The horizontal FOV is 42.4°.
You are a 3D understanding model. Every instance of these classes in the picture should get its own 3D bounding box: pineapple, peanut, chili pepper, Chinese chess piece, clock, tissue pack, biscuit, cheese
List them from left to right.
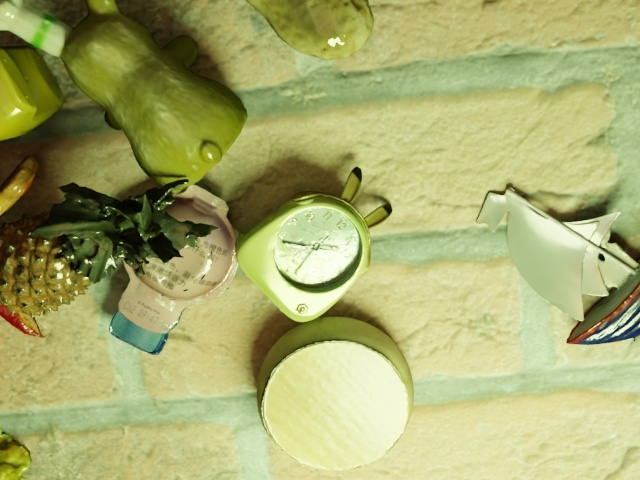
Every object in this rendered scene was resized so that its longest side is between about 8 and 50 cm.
[{"bbox_3d":[-0.505,-0.023,1.227,0.250,0.165,0.036,-45,110,6],"label":"biscuit"},{"bbox_3d":[-0.539,0.062,1.315,0.268,0.059,0.050,49,141,-13],"label":"chili pepper"},{"bbox_3d":[-0.456,-0.203,1.161,0.127,0.178,0.123,-24,102,8],"label":"tissue pack"},{"bbox_3d":[-0.328,-0.003,1.178,0.365,0.165,0.165,-20,105,30],"label":"pineapple"},{"bbox_3d":[-0.234,0.048,1.276,0.189,0.074,0.285,27,105,-4],"label":"cheese"},{"bbox_3d":[-0.028,-0.336,1.129,0.224,0.129,0.129,44,104,0],"label":"peanut"},{"bbox_3d":[0.000,0.000,1.243,0.232,0.069,0.170,-40,108,5],"label":"clock"},{"bbox_3d":[0.023,0.244,1.306,0.250,0.103,0.249,1,106,2],"label":"Chinese chess piece"}]

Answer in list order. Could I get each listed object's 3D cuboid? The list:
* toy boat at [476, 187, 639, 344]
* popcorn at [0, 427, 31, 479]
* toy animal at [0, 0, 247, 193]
[{"bbox_3d":[0.384,0.051,1.249,0.319,0.072,0.219,12,104,3],"label":"toy boat"},{"bbox_3d":[-0.590,0.390,1.338,0.184,0.204,0.221,-31,117,11],"label":"popcorn"},{"bbox_3d":[-0.264,-0.236,1.152,0.181,0.180,0.363,-43,93,7],"label":"toy animal"}]
